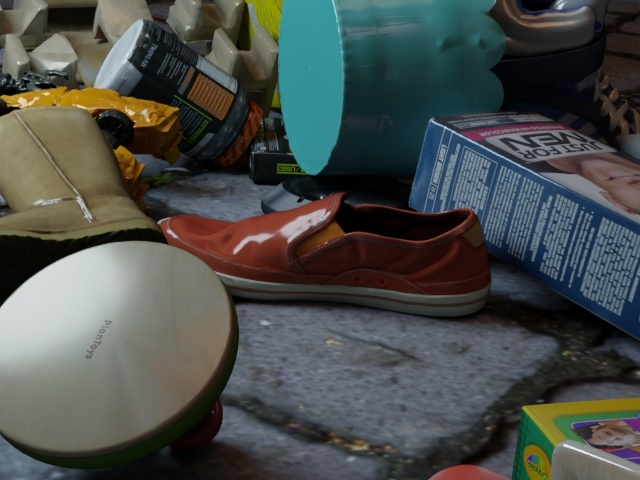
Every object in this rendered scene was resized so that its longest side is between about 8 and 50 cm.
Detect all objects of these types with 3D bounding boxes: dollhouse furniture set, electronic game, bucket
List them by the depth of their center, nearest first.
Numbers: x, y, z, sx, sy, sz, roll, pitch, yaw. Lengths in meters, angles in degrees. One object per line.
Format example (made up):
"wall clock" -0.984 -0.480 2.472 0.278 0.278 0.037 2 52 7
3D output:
"electronic game" 0.049 -0.031 1.344 0.229 0.048 0.229 6 14 -1
"bucket" 0.069 -0.197 1.389 0.183 0.281 0.281 -4 21 -18
"dollhouse furniture set" -0.313 -0.256 1.764 0.362 0.256 0.394 -8 44 -28

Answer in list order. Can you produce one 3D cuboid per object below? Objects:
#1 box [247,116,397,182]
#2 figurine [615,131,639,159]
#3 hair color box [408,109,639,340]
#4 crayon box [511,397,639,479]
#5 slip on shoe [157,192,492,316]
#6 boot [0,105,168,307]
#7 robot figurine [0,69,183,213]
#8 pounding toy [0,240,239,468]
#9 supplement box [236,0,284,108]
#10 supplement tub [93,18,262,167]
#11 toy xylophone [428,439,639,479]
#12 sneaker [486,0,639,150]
"box" -0.001 -0.116 1.583 0.184 0.045 0.190 4 19 -7
"figurine" 0.436 -0.051 1.331 0.215 0.092 0.209 32 4 -17
"hair color box" 0.271 -0.018 1.192 0.174 0.105 0.347 -10 32 -41
"crayon box" 0.242 0.189 0.725 0.165 0.081 0.278 -1 21 -14
"slip on shoe" 0.000 0.000 1.179 0.331 0.101 0.123 5 22 9
"boot" -0.289 -0.036 1.173 0.236 0.089 0.269 -5 33 -28
"robot figurine" -0.319 -0.111 1.408 0.291 0.085 0.211 9 42 15
"pounding toy" -0.157 0.119 0.862 0.237 0.110 0.183 -40 52 -21
"supplement box" 0.031 -0.302 1.736 0.194 0.195 0.356 -26 21 -23
"supplement tub" -0.174 -0.177 1.520 0.190 0.117 0.117 33 9 -23
"toy xylophone" 0.071 0.207 0.547 0.323 0.081 0.236 -27 23 -36
"sneaker" 0.317 -0.183 1.439 0.323 0.236 0.130 20 37 -6
